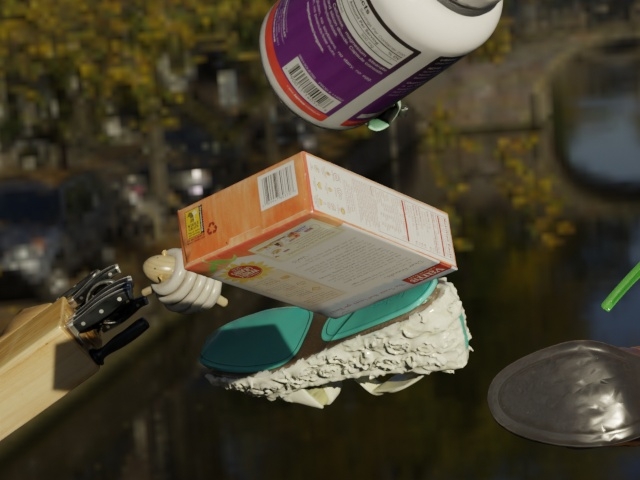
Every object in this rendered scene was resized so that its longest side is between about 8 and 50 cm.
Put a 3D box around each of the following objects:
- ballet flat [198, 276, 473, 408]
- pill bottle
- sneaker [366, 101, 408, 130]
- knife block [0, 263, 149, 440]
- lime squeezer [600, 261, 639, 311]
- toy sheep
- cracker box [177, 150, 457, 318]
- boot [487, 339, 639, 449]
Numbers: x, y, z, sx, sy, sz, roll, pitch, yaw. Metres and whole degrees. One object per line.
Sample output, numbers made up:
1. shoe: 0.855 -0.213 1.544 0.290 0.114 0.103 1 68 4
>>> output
1. ballet flat: 0.020 0.153 2.255 0.408 0.147 0.147 -15 -1 38
2. pill bottle: 0.080 -0.259 1.974 0.181 0.182 0.323 -10 -13 -37
3. sneaker: 0.096 -0.295 2.760 0.094 0.256 0.151 -9 43 -16
4. knife block: -0.357 0.155 2.373 0.242 0.088 0.276 -13 33 50
5. lime squeezer: 0.502 0.005 2.301 0.310 0.110 0.059 -19 -14 35
6. toy sheep: -0.171 0.054 2.230 0.132 0.091 0.091 25 -12 -37
7. cracker box: 0.000 0.000 1.659 0.155 0.067 0.232 -24 -28 32
8. boot: 0.263 0.150 1.627 0.264 0.096 0.280 -15 -12 -9
